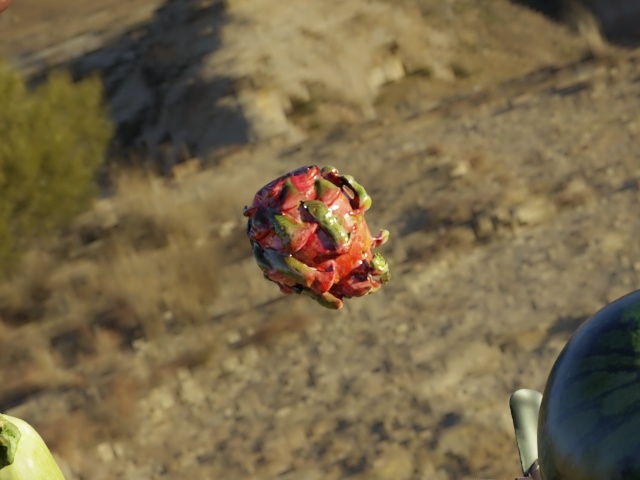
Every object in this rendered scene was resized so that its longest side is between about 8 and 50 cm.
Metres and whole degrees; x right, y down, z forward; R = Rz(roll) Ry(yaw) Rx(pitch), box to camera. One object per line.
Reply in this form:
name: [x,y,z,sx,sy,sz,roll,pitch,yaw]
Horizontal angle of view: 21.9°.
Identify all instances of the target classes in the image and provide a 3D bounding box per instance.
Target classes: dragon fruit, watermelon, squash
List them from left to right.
squash: [-0.328,0.253,1.794,0.137,0.287,0.137,-1,42,1]
dragon fruit: [0.000,0.000,1.989,0.160,0.172,0.166,-35,-11,39]
watermelon: [0.279,0.148,1.246,0.242,0.242,0.242,-20,9,3]

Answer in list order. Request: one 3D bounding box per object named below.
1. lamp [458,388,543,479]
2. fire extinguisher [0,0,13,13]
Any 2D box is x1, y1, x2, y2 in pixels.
lamp: [0.160,0.291,2.021,0.283,0.124,0.203,-27,38,30]
fire extinguisher: [-0.314,-0.179,1.310,0.141,0.105,0.341,-1,-14,-42]
